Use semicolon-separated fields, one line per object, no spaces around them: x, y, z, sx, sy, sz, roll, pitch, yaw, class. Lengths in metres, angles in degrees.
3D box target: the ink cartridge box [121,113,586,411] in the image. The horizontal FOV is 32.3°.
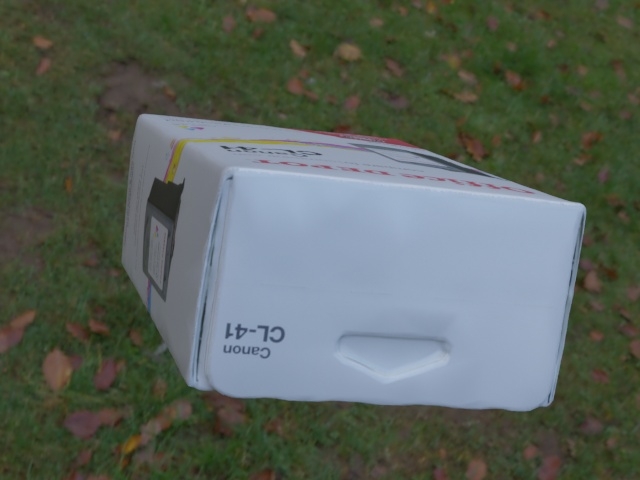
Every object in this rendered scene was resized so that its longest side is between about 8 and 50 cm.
0.000;0.000;0.739;0.226;0.131;0.306;5;9;-19;ink cartridge box
